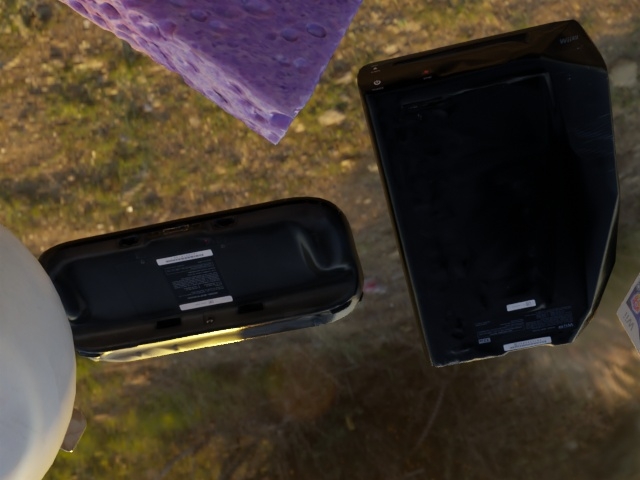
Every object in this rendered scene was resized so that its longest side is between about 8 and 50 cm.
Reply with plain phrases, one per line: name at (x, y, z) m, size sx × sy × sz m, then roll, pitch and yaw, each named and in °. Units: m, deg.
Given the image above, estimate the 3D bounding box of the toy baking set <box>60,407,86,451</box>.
toy baking set at (-0.316, 0.160, 0.758) m, size 0.256 × 0.197 × 0.030 m, roll -33°, pitch 167°, yaw -15°

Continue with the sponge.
sponge at (-0.023, -0.154, 0.485) m, size 0.117 × 0.210 × 0.031 m, roll 32°, pitch 147°, yaw -7°

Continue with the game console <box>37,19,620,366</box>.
game console at (0.000, 0.000, 0.619) m, size 0.361 × 0.044 × 0.213 m, roll -11°, pitch 127°, yaw 7°

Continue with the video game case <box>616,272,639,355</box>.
video game case at (0.266, 0.046, 0.756) m, size 0.011 × 0.087 × 0.122 m, roll -2°, pitch 136°, yaw -17°

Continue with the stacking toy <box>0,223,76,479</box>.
stacking toy at (-0.175, -0.061, 0.185) m, size 0.350 × 0.351 × 0.480 m, roll -21°, pitch 145°, yaw 4°
